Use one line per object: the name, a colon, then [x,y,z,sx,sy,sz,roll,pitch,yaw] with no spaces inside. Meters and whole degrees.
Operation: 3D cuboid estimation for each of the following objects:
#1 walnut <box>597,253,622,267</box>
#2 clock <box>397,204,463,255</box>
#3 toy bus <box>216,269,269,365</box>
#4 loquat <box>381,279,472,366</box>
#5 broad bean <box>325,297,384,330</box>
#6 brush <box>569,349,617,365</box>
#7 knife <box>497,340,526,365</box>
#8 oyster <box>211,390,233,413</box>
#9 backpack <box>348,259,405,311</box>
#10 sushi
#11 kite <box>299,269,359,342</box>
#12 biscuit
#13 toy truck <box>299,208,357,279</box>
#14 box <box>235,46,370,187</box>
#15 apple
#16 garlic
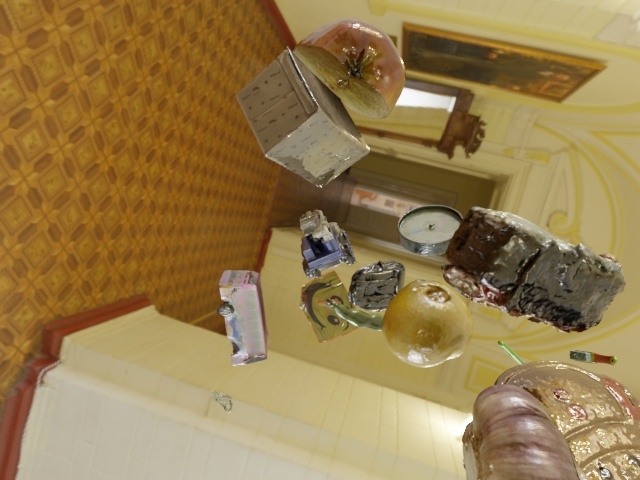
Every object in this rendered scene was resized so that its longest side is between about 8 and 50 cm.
walnut: [0.835,0.092,1.331,0.207,0.116,0.115,29,77,-65]
clock: [0.449,-0.049,1.816,0.280,0.281,0.055,-66,150,-46]
toy bus: [-0.208,0.215,1.208,0.090,0.113,0.273,-90,177,-62]
loquat: [0.250,0.202,1.044,0.213,0.213,0.212,16,90,-82]
broad bean: [0.136,0.252,1.435,0.043,0.298,0.060,-10,-118,61]
brush: [0.436,0.189,0.713,0.083,0.021,0.018,151,-53,-75]
knife: [0.549,0.338,1.168,0.015,0.212,0.054,-47,180,-5]
oyster: [-0.329,0.539,1.504,0.037,0.100,0.098,-51,161,-5]
backpack: [0.209,0.173,1.657,0.133,0.259,0.206,29,-61,58]
sushi: [0.377,0.060,0.811,0.196,0.344,0.181,-139,-111,-74]
kite: [0.046,0.297,1.889,0.013,0.328,0.377,-28,131,-54]
biscuit: [0.505,0.381,0.817,0.381,0.360,0.074,-118,-154,-53]
toy truck: [0.000,0.000,1.332,0.213,0.161,0.176,-102,167,-63]
box: [-0.040,-0.312,1.196,0.191,0.225,0.297,-35,155,20]
apple: [0.091,-0.513,1.354,0.365,0.329,0.294,-145,-135,-77]
garlic: [0.288,0.328,0.621,0.245,0.161,0.244,-4,90,-80]
